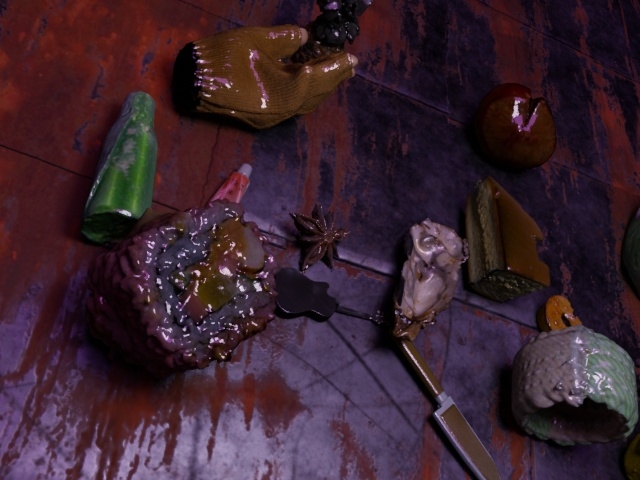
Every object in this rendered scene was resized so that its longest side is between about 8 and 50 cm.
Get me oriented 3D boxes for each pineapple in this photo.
[{"bbox_3d":[0.023,-0.435,1.469,0.119,0.237,0.111,-27,82,-33],"label":"pineapple"}]

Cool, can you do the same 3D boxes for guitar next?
[{"bbox_3d":[0.023,0.112,1.247,0.233,0.025,0.088,17,52,-19],"label":"guitar"}]

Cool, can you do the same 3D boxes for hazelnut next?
[{"bbox_3d":[0.439,-0.251,1.637,0.204,0.178,0.178,37,49,-9],"label":"hazelnut"}]

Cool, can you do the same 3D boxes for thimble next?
[{"bbox_3d":[0.441,0.255,1.259,0.219,0.219,0.150,23,54,-14],"label":"thimble"}]

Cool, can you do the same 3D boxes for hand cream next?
[{"bbox_3d":[-0.173,-0.055,1.248,0.052,0.038,0.216,14,53,14],"label":"hand cream"}]

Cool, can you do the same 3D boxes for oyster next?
[{"bbox_3d":[0.186,0.073,1.333,0.129,0.078,0.345,35,42,-4],"label":"oyster"}]

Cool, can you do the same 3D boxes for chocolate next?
[{"bbox_3d":[-0.313,-0.127,1.173,0.110,0.110,0.291,15,51,-20],"label":"chocolate"}]

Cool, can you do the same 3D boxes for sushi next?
[{"bbox_3d":[-0.199,0.061,1.047,0.270,0.171,0.236,-37,99,-46],"label":"sushi"}]

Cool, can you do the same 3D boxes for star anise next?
[{"bbox_3d":[0.008,-0.006,1.299,0.129,0.056,0.124,-14,93,-39],"label":"star anise"}]

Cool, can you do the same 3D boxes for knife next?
[{"bbox_3d":[0.210,0.294,1.229,0.061,0.027,0.343,-24,76,-49],"label":"knife"}]

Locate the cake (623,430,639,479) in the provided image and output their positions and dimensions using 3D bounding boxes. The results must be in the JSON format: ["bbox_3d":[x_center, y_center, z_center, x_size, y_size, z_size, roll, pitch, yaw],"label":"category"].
[{"bbox_3d":[0.690,0.441,1.300,0.156,0.179,0.260,-30,78,-40],"label":"cake"}]

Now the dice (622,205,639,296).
[{"bbox_3d":[0.905,0.005,1.608,0.318,0.330,0.322,35,51,-3],"label":"dice"}]

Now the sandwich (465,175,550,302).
[{"bbox_3d":[0.358,-0.004,1.434,0.128,0.122,0.235,24,52,-28],"label":"sandwich"}]

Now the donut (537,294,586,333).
[{"bbox_3d":[0.479,0.167,1.452,0.097,0.043,0.108,-12,67,-34],"label":"donut"}]

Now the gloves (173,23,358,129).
[{"bbox_3d":[-0.099,-0.311,1.372,0.357,0.155,0.203,-10,57,-16],"label":"gloves"}]
